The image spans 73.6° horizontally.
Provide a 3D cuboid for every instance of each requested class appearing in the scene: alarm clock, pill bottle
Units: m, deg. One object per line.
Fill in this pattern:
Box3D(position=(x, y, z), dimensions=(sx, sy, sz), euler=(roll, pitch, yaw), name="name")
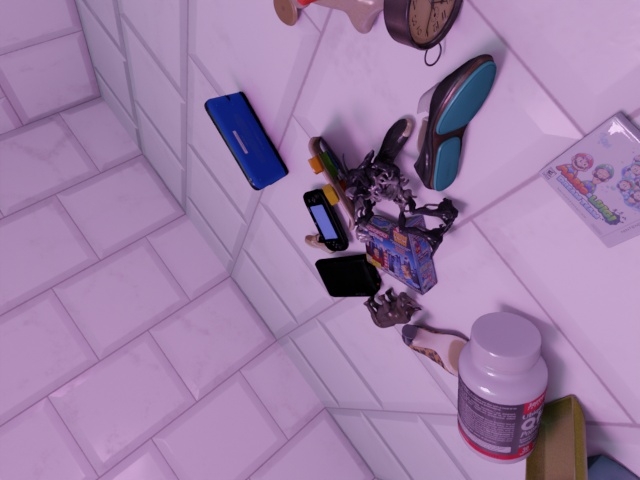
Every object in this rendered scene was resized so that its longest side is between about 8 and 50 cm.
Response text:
Box3D(position=(0.154, -0.341, 0.635), dimensions=(0.064, 0.129, 0.192), euler=(37, 169, 37), name="alarm clock")
Box3D(position=(0.389, 0.316, 0.926), dimensions=(0.176, 0.176, 0.319), euler=(27, 138, 45), name="pill bottle")

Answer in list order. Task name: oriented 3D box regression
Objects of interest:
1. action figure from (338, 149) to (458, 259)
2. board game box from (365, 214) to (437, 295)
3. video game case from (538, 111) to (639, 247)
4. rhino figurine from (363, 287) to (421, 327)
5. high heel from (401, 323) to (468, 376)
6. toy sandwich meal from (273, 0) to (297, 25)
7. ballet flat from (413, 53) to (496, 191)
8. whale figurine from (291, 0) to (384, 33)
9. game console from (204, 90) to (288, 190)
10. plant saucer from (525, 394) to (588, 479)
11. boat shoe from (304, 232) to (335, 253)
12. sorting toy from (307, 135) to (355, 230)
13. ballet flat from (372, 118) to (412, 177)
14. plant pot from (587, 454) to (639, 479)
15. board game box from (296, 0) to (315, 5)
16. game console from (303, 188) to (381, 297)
Box3D(position=(0.137, -0.079, 0.887), dimensions=(0.275, 0.141, 0.164), euler=(30, 137, 12), name="action figure")
Box3D(position=(0.193, 0.008, 1.049), dimensions=(0.194, 0.060, 0.194), euler=(33, 145, 40), name="board game box")
Box3D(position=(0.415, -0.078, 0.606), dimensions=(0.157, 0.019, 0.143), euler=(52, 154, 9), name="video game case")
Box3D(position=(0.210, 0.196, 1.229), dimensions=(0.106, 0.073, 0.243), euler=(58, 153, 4), name="rhino figurine")
Box3D(position=(0.342, 0.303, 1.160), dimensions=(0.261, 0.093, 0.186), euler=(27, 172, 20), name="high heel")
Box3D(position=(-0.071, -0.513, 0.931), dimensions=(0.085, 0.029, 0.086), euler=(40, 154, 24), name="toy sandwich meal")
Box3D(position=(0.208, -0.203, 0.740), dimensions=(0.096, 0.095, 0.280), euler=(55, 158, 30), name="ballet flat")
Box3D(position=(0.011, -0.490, 0.732), dimensions=(0.272, 0.141, 0.216), euler=(34, 158, -12), name="whale figurine")
Box3D(position=(-0.249, -0.293, 1.350), dimensions=(0.173, 0.250, 0.293), euler=(-24, 101, 37), name="game console")
Box3D(position=(0.511, 0.451, 0.922), dimensions=(0.045, 0.188, 0.188), euler=(18, 147, 5), name="plant saucer")
Box3D(position=(0.000, 0.000, 1.396), dimensions=(0.135, 0.050, 0.045), euler=(18, 134, 38), name="boat shoe")
Box3D(position=(0.037, -0.139, 1.005), dimensions=(0.229, 0.041, 0.307), euler=(63, -170, -11), name="sorting toy")
Box3D(position=(0.156, -0.195, 0.907), dimensions=(0.173, 0.049, 0.058), euler=(117, 157, -60), name="ballet flat")
Box3D(position=(0.617, 0.588, 0.888), dimensions=(0.234, 0.165, 0.165), euler=(52, 155, 23), name="plant pot")
Box3D(position=(0.081, -0.456, 0.485), dimensions=(0.064, 0.242, 0.316), euler=(51, 155, 10), name="board game box")
Box3D(position=(0.039, 0.014, 1.293), dimensions=(0.213, 0.044, 0.362), euler=(-10, 111, 47), name="game console")
